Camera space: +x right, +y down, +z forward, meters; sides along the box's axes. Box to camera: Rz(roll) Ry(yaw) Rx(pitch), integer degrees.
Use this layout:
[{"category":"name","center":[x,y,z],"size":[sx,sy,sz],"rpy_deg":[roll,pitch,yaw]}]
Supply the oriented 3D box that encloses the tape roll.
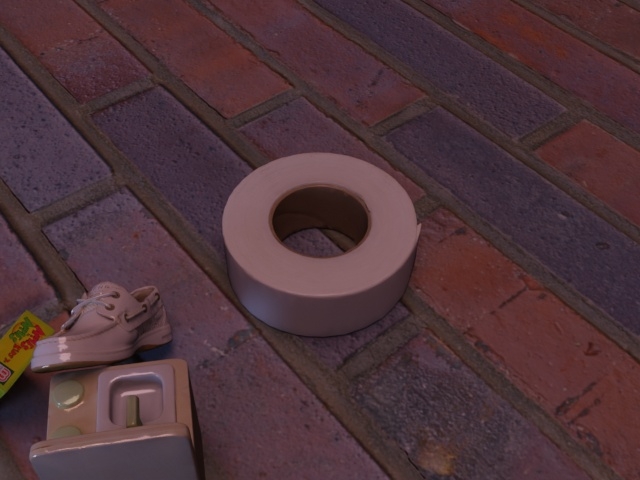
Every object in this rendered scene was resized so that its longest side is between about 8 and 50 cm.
[{"category":"tape roll","center":[0.000,0.000,1.124],"size":[0.286,0.100,0.286],"rpy_deg":[1,48,-1]}]

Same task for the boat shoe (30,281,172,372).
[{"category":"boat shoe","center":[-0.266,0.099,0.926],"size":[0.098,0.277,0.096],"rpy_deg":[-6,90,9]}]

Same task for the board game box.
[{"category":"board game box","center":[-0.392,0.157,0.926],"size":[0.043,0.181,0.092],"rpy_deg":[41,51,-13]}]

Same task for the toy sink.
[{"category":"toy sink","center":[-0.212,0.219,0.836],"size":[0.153,0.234,0.131],"rpy_deg":[-7,50,-7]}]
